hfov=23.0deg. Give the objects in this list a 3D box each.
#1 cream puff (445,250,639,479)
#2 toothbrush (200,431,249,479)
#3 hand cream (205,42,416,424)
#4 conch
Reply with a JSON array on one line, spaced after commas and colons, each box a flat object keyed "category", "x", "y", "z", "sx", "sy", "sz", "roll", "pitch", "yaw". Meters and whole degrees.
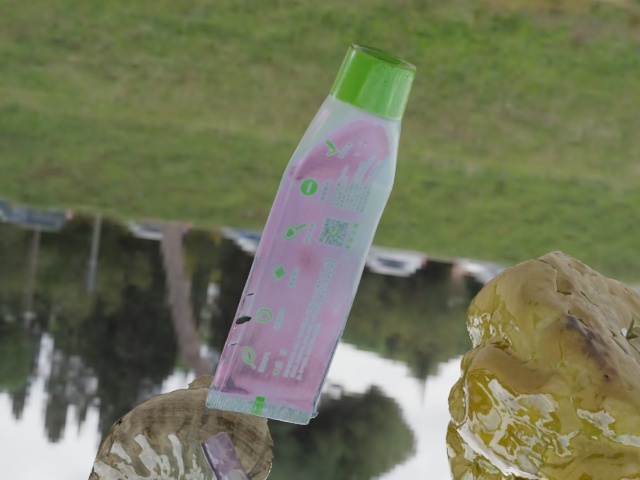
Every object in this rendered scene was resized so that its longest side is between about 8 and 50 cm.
[{"category": "cream puff", "x": 0.220, "y": 0.183, "z": 1.383, "sx": 0.291, "sy": 0.257, "sz": 0.324, "roll": 31, "pitch": -156, "yaw": -13}, {"category": "toothbrush", "x": -0.005, "y": 0.304, "z": 1.151, "sx": 0.024, "sy": 0.354, "sz": 0.029, "roll": -25, "pitch": 170, "yaw": -8}, {"category": "hand cream", "x": 0.001, "y": 0.000, "z": 1.101, "sx": 0.079, "sy": 0.275, "sz": 0.050, "roll": 20, "pitch": -166, "yaw": 3}, {"category": "conch", "x": -0.105, "y": 0.183, "z": 1.283, "sx": 0.155, "sy": 0.130, "sz": 0.207, "roll": 3, "pitch": -150, "yaw": 19}]
